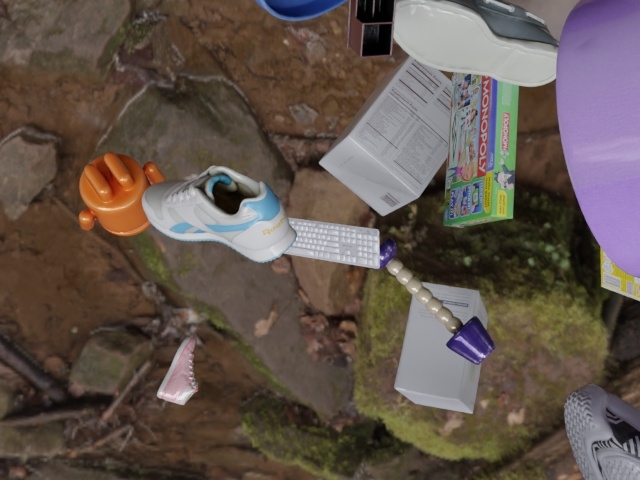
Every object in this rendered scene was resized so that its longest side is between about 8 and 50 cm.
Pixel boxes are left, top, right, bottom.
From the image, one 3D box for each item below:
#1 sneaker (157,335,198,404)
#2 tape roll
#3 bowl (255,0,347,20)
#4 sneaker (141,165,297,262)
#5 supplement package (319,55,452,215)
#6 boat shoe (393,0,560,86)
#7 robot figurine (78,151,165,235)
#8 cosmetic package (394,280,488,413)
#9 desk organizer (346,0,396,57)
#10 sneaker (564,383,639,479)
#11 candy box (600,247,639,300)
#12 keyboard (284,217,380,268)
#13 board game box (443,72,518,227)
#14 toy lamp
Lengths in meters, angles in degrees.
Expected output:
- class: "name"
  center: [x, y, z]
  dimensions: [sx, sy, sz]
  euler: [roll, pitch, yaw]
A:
- class: "sneaker"
  center: [-0.261, 0.259, 1.485]
  dimensions: [0.070, 0.134, 0.051]
  euler: [23, 167, 6]
- class: "tape roll"
  center: [0.322, -0.105, 0.693]
  dimensions: [0.090, 0.274, 0.275]
  euler: [-9, 142, 44]
- class: "bowl"
  center: [0.040, -0.434, 0.857]
  dimensions: [0.077, 0.391, 0.391]
  euler: [43, 122, 12]
- class: "sneaker"
  center: [-0.133, -0.048, 0.911]
  dimensions: [0.229, 0.087, 0.092]
  euler: [13, 140, 34]
- class: "supplement package"
  center: [0.171, -0.229, 1.653]
  dimensions: [0.198, 0.262, 0.199]
  euler: [39, 161, -8]
- class: "boat shoe"
  center: [0.234, -0.323, 1.148]
  dimensions: [0.320, 0.099, 0.116]
  euler: [10, 149, -26]
- class: "robot figurine"
  center: [-0.389, -0.085, 1.460]
  dimensions: [0.128, 0.158, 0.219]
  euler: [14, 160, 6]
- class: "cosmetic package"
  center: [0.258, 0.228, 1.568]
  dimensions: [0.138, 0.224, 0.224]
  euler: [8, 164, 20]
- class: "desk organizer"
  center: [0.065, -0.297, 0.938]
  dimensions: [0.047, 0.050, 0.130]
  euler: [-7, 122, -15]
- class: "sneaker"
  center: [0.442, 0.264, 0.786]
  dimensions: [0.210, 0.366, 0.137]
  euler: [-31, 149, -18]
- class: "candy box"
  center: [0.560, 0.050, 1.361]
  dimensions: [0.105, 0.027, 0.206]
  euler: [20, 160, 29]
- class: "keyboard"
  center: [0.000, 0.000, 1.393]
  dimensions: [0.014, 0.256, 0.072]
  euler: [-12, 106, -53]
- class: "board game box"
  center: [0.304, -0.191, 1.437]
  dimensions: [0.046, 0.213, 0.317]
  euler: [5, 85, -13]
- class: "toy lamp"
  center: [0.203, 0.112, 1.372]
  dimensions: [0.080, 0.274, 0.080]
  euler: [-42, 166, -13]
